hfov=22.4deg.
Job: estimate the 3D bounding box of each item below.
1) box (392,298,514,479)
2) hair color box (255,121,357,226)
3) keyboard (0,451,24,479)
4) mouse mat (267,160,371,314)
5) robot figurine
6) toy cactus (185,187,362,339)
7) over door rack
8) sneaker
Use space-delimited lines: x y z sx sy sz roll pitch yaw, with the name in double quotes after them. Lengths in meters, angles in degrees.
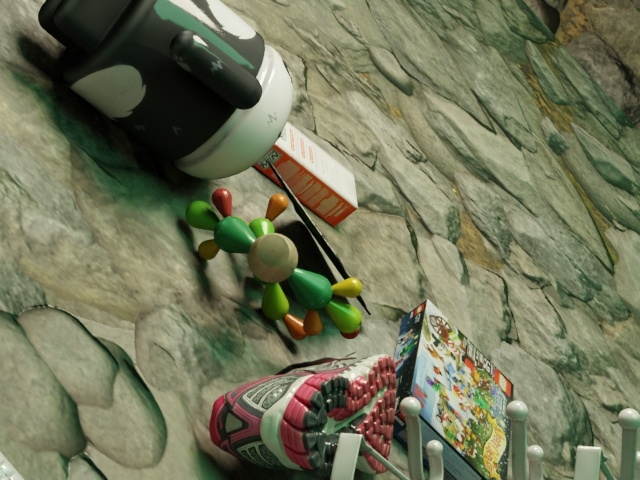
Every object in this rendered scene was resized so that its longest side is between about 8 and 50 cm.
0.151 0.187 1.853 0.159 0.044 0.233 44 25 -14 "box"
-0.019 -0.086 1.942 0.141 0.043 0.072 38 27 -28 "hair color box"
-0.248 0.184 1.214 0.256 0.014 0.072 50 25 -2 "keyboard"
0.000 0.000 1.792 0.152 0.007 0.189 55 -3 24 "mouse mat"
-0.155 -0.187 1.693 0.278 0.173 0.209 38 30 -25 "robot figurine"
-0.040 0.019 1.642 0.219 0.112 0.180 46 -8 4 "toy cactus"
0.175 0.203 1.531 0.324 0.240 0.108 27 65 -69 "over door rack"
-0.002 0.164 1.559 0.299 0.112 0.120 17 76 -68 "sneaker"
